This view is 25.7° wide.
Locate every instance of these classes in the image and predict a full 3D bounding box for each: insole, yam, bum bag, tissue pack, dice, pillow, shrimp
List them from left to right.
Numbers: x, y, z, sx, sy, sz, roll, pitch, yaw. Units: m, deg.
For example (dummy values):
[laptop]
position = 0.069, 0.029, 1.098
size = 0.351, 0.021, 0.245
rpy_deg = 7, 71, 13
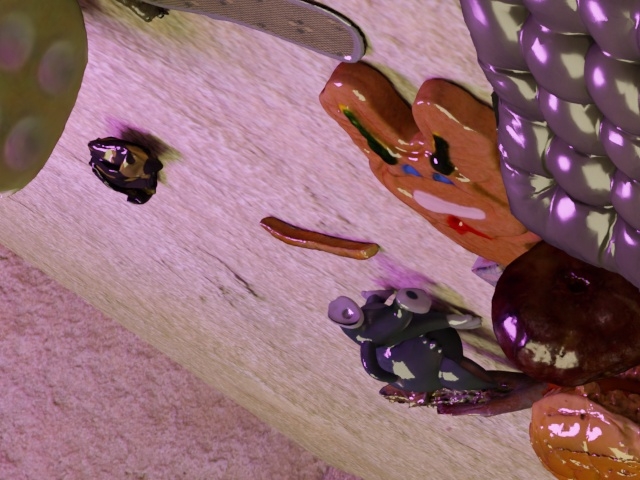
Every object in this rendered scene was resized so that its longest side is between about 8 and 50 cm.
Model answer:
[dice]
position = -0.415, -0.189, 1.444
size = 0.250, 0.254, 0.252
rpy_deg = 18, 175, 35
[yam]
position = -0.200, -0.249, 1.354
size = 0.129, 0.027, 0.033
rpy_deg = 35, 166, -28
[bum bag]
position = -0.269, -0.102, 1.928
size = 0.107, 0.060, 0.232
rpy_deg = 21, 169, -4
[insole]
position = -0.107, -0.222, 1.256
size = 0.322, 0.007, 0.109
rpy_deg = 21, 160, 15
[shrimp]
position = 0.196, 0.215, 1.950
size = 0.251, 0.052, 0.143
rpy_deg = -9, -171, 22
[tissue pack]
position = 0.216, 0.042, 1.549
size = 0.083, 0.035, 0.063
rpy_deg = 32, 165, -16
[pillow]
position = 0.188, -0.084, 0.862
size = 0.228, 0.101, 0.326
rpy_deg = 36, 162, 38

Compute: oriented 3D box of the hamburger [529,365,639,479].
[hamburger]
position = 0.359, 0.224, 1.648
size = 0.244, 0.163, 0.244
rpy_deg = 29, 166, 8

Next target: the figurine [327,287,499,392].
[figurine]
position = 0.117, 0.134, 1.865
size = 0.193, 0.140, 0.265
rpy_deg = -1, 176, 29

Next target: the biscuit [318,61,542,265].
[biscuit]
position = 0.125, -0.059, 1.353
size = 0.202, 0.047, 0.334
rpy_deg = 19, 163, 34

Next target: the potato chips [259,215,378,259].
[potato chips]
position = 0.000, 0.000, 1.843
size = 0.204, 0.026, 0.037
rpy_deg = 16, 148, 44

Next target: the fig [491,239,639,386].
[fig]
position = 0.261, 0.058, 1.340
size = 0.145, 0.170, 0.274
rpy_deg = 63, -164, 10
